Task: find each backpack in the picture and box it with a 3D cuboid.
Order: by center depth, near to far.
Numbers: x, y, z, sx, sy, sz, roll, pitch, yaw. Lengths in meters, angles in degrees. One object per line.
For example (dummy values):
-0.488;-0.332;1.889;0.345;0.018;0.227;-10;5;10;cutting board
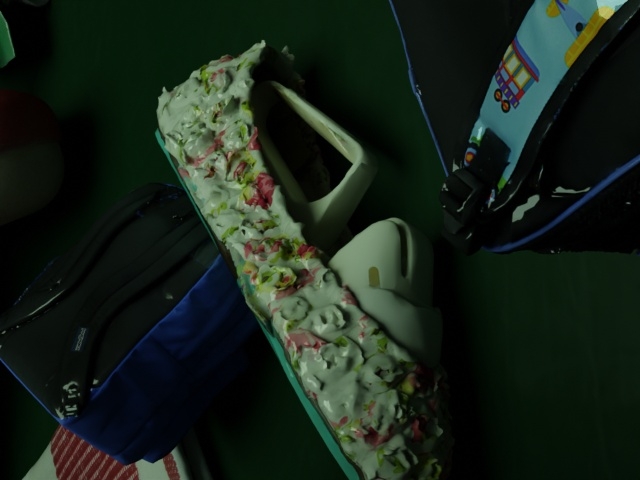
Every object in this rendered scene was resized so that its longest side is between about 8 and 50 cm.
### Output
0.104;-0.093;0.352;0.173;0.117;0.158;-41;56;43;backpack
-0.084;0.038;0.598;0.098;0.101;0.120;33;81;38;backpack

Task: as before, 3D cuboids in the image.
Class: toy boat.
-0.265;-0.075;0.772;0.231;0.151;0.151;8;118;51;toy boat

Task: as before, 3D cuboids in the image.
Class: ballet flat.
0.000;0.000;0.512;0.077;0.091;0.241;-42;57;14;ballet flat

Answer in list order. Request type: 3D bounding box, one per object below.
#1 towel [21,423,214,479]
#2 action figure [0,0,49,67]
-0.137;0.235;0.703;0.329;0.037;0.237;-52;47;33;towel
-0.276;-0.154;0.882;0.232;0.063;0.137;-21;73;45;action figure
